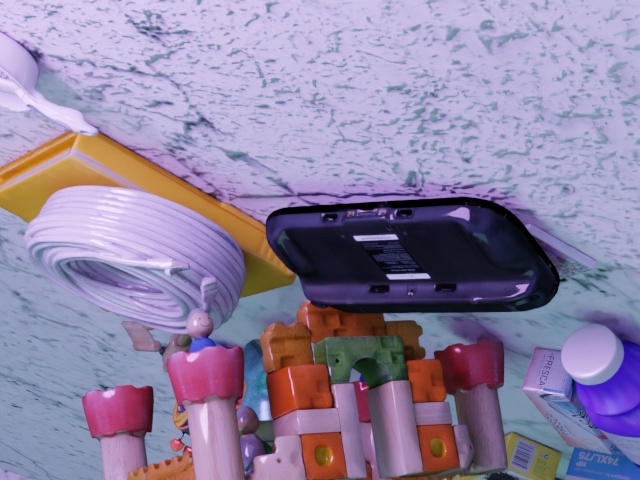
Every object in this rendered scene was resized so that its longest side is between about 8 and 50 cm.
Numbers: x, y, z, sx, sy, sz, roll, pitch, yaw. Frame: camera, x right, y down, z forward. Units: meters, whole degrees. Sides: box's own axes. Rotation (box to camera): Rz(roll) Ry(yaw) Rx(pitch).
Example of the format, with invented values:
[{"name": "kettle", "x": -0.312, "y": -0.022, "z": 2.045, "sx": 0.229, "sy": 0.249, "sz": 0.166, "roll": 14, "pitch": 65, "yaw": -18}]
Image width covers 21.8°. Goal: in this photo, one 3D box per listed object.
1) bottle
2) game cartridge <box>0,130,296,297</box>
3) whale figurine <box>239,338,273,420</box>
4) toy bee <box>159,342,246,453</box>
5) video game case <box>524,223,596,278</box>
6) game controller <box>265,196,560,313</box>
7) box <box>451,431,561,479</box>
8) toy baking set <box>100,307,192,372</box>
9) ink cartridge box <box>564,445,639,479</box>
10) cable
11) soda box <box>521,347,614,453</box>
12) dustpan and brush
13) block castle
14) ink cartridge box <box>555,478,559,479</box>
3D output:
[{"name": "bottle", "x": 0.365, "y": 0.187, "z": 1.898, "sx": 0.118, "sy": 0.092, "sz": 0.283, "roll": 2, "pitch": 152, "yaw": 39}, {"name": "game cartridge", "x": -0.209, "y": -0.021, "z": 2.000, "sx": 0.323, "sy": 0.053, "sz": 0.285, "roll": 28, "pitch": 158, "yaw": -25}, {"name": "whale figurine", "x": -0.072, "y": 0.274, "z": 2.227, "sx": 0.216, "sy": 0.141, "sz": 0.272, "roll": -153, "pitch": 48, "yaw": -66}, {"name": "toy bee", "x": -0.144, "y": 0.244, "z": 2.424, "sx": 0.195, "sy": 0.162, "sz": 0.298, "roll": 25, "pitch": 158, "yaw": -14}, {"name": "video game case", "x": 0.218, "y": 0.018, "z": 1.734, "sx": 0.087, "sy": 0.011, "sz": 0.122, "roll": 28, "pitch": 158, "yaw": -19}, {"name": "game controller", "x": 0.090, "y": 0.017, "z": 1.750, "sx": 0.319, "sy": 0.067, "sz": 0.166, "roll": -3, "pitch": 134, "yaw": 38}, {"name": "box", "x": 0.264, "y": 0.338, "z": 2.416, "sx": 0.087, "sy": 0.058, "sz": 0.232, "roll": 23, "pitch": 160, "yaw": -6}, {"name": "toy baking set", "x": -0.253, "y": 0.094, "z": 2.262, "sx": 0.197, "sy": 0.030, "sz": 0.256, "roll": 41, "pitch": 155, "yaw": -1}, {"name": "ink cartridge box", "x": 0.420, "y": 0.431, "z": 2.200, "sx": 0.197, "sy": 0.270, "sz": 0.198, "roll": 7, "pitch": 155, "yaw": 32}, {"name": "cable", "x": -0.212, "y": 0.022, "z": 1.913, "sx": 0.257, "sy": 0.089, "sz": 0.257, "roll": 17, "pitch": 160, "yaw": 10}, {"name": "soda box", "x": 0.309, "y": 0.198, "z": 2.027, "sx": 0.063, "sy": 0.058, "sz": 0.183, "roll": 7, "pitch": 156, "yaw": 33}, {"name": "dustpan and brush", "x": -0.318, "y": -0.164, "z": 1.720, "sx": 0.211, "sy": 0.060, "sz": 0.147, "roll": 18, "pitch": 159, "yaw": 7}, {"name": "block castle", "x": -0.023, "y": 0.198, "z": 1.972, "sx": 0.453, "sy": 0.213, "sz": 0.303, "roll": 1, "pitch": 164, "yaw": -33}, {"name": "ink cartridge box", "x": 0.402, "y": 0.452, "z": 2.437, "sx": 0.208, "sy": 0.153, "sz": 0.087, "roll": 15, "pitch": 157, "yaw": 12}]
